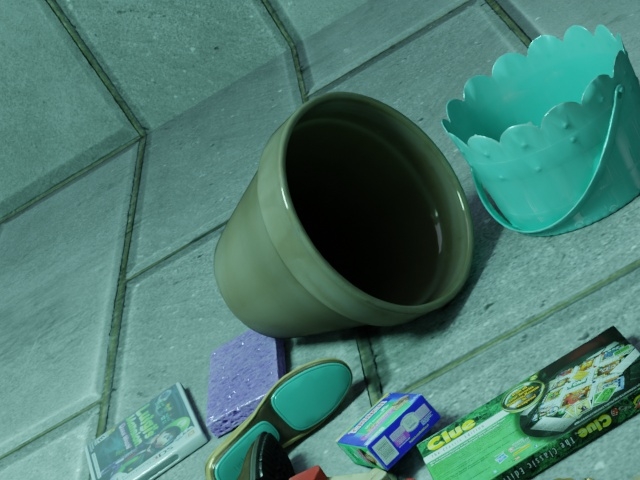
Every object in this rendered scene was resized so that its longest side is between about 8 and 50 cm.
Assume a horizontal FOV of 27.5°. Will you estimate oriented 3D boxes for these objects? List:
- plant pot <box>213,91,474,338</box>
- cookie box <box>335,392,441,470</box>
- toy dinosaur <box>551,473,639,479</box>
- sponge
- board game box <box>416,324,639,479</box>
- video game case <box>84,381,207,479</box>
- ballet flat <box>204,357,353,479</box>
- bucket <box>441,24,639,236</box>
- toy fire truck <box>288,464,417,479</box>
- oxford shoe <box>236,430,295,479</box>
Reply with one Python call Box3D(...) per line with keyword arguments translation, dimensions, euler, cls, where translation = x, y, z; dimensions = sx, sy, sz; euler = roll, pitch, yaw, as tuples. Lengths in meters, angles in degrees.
Box3D(translation=(0.000, 0.000, 1.809), dimensions=(0.280, 0.323, 0.323), euler=(-34, 15, 44), cls="plant pot")
Box3D(translation=(0.077, 0.219, 1.513), dimensions=(0.092, 0.040, 0.107), euler=(-41, 8, -18), cls="cookie box")
Box3D(translation=(0.272, 0.250, 1.213), dimensions=(0.211, 0.064, 0.112), euler=(-47, 42, -9), cls="toy dinosaur")
Box3D(translation=(-0.105, 0.192, 1.861), dimensions=(0.117, 0.031, 0.210), euler=(-29, 23, 10), cls="sponge")
Box3D(translation=(0.233, 0.193, 1.405), dimensions=(0.260, 0.030, 0.136), euler=(-32, 24, 3), cls="board game box")
Box3D(translation=(-0.253, 0.291, 1.869), dimensions=(0.173, 0.022, 0.190), euler=(-34, 22, -4), cls="video game case")
Box3D(translation=(-0.060, 0.229, 1.669), dimensions=(0.232, 0.080, 0.073), euler=(-38, 7, -17), cls="ballet flat")
Box3D(translation=(0.322, -0.146, 1.786), dimensions=(0.281, 0.183, 0.281), euler=(-29, 22, 13), cls="bucket")
Box3D(translation=(0.042, 0.291, 1.434), dimensions=(0.192, 0.047, 0.135), euler=(-22, 23, 24), cls="toy fire truck")
Box3D(translation=(-0.086, 0.307, 1.530), dimensions=(0.096, 0.083, 0.227), euler=(-29, 21, 21), cls="oxford shoe")
